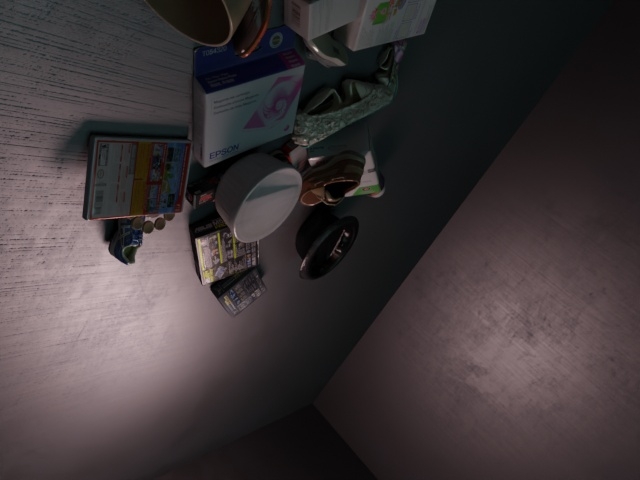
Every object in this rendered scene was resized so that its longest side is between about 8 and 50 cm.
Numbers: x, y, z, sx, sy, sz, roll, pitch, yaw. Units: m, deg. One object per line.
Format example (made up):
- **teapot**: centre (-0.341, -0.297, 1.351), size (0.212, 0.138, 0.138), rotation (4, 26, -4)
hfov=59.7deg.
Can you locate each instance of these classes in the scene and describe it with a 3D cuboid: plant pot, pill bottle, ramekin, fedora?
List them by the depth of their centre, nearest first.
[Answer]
- **plant pot**: centre (-0.194, -0.562, 1.051), size (0.274, 0.256, 0.256), rotation (-56, 158, -16)
- **ramekin**: centre (-0.192, -0.138, 1.662), size (0.273, 0.127, 0.273), rotation (-39, 155, -22)
- **fedora**: centre (0.000, 0.000, 2.266), size (0.334, 0.152, 0.334), rotation (-36, 153, -21)
- **pill bottle**: centre (0.203, -0.243, 2.272), size (0.108, 0.108, 0.193), rotation (-48, 155, 3)

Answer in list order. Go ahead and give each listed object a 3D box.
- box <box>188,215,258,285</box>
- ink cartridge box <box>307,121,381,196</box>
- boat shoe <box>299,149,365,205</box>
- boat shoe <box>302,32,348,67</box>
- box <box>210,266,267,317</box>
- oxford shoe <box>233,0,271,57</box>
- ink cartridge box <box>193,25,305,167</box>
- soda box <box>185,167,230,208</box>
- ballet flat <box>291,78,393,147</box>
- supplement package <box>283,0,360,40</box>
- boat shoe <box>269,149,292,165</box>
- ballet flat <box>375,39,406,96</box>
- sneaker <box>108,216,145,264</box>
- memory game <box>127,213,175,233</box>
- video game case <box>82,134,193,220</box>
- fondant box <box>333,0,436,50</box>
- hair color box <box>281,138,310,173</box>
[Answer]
- **box**: centre (-0.316, 0.021, 1.863), size (0.216, 0.060, 0.270), rotation (-21, 147, -19)
- **ink cartridge box**: centre (0.087, -0.269, 1.919), size (0.211, 0.122, 0.289), rotation (-5, 156, 10)
- **boat shoe**: centre (0.025, -0.177, 1.827), size (0.123, 0.117, 0.324), rotation (15, 153, -28)
- **boat shoe**: centre (-0.001, -0.529, 1.553), size (0.081, 0.079, 0.227), rotation (-9, 175, 27)
- **box**: centre (-0.314, 0.192, 2.174), size (0.183, 0.059, 0.233), rotation (-41, 155, -13)
- **oxford shoe**: centre (-0.163, -0.557, 1.275), size (0.098, 0.097, 0.272), rotation (3, 124, -34)
- **ink cartridge box**: centre (-0.189, -0.385, 1.496), size (0.324, 0.071, 0.330), rotation (-29, 152, -32)
- **soda box**: centre (-0.315, -0.157, 1.655), size (0.168, 0.053, 0.060), rotation (-28, 149, -34)
- **ballet flat**: centre (0.073, -0.433, 1.772), size (0.408, 0.147, 0.147), rotation (-34, 153, -25)
- **supplement package**: centre (0.005, -0.606, 1.420), size (0.179, 0.105, 0.105), rotation (-33, 151, -26)
- **boat shoe**: centre (-0.180, -0.180, 1.806), size (0.233, 0.079, 0.084), rotation (-50, 155, 14)
- **ballet flat**: centre (0.228, -0.577, 1.869), size (0.079, 0.077, 0.222), rotation (-12, 137, -22)
- **sneaker**: centre (-0.506, -0.028, 1.510), size (0.080, 0.081, 0.211), rotation (-9, 130, -49)
- **memory game**: centre (-0.448, -0.108, 1.486), size (0.186, 0.012, 0.186), rotation (-31, 129, -47)
- **video game case**: centre (-0.452, -0.159, 1.400), size (0.285, 0.025, 0.204), rotation (-10, 118, -52)
- **fondant box**: centre (0.207, -0.701, 1.608), size (0.330, 0.096, 0.238), rotation (-28, 150, -36)
- **hair color box**: centre (-0.080, -0.278, 1.853), size (0.072, 0.043, 0.141), rotation (-40, 153, -14)
